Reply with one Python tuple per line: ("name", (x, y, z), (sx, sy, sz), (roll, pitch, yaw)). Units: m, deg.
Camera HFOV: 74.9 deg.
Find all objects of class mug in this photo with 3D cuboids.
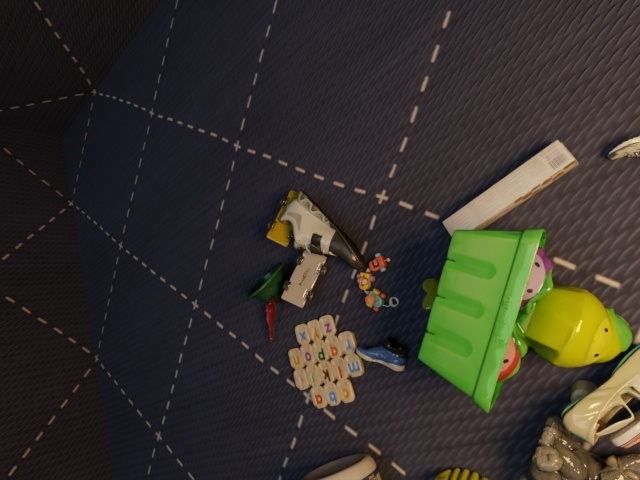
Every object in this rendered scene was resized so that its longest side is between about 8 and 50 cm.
("mug", (0.572, 0.350, 0.907), (0.062, 0.064, 0.078), (17, 98, 36))

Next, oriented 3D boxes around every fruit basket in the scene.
("fruit basket", (0.436, 0.164, 0.865), (0.393, 0.283, 0.391), (-2, 86, 30))

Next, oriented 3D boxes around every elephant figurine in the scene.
("elephant figurine", (0.562, 0.488, 0.850), (0.240, 0.185, 0.169), (23, 61, 31))

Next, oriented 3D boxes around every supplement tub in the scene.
("supplement tub", (0.093, 0.794, 1.151), (0.236, 0.236, 0.324), (-33, 69, 32))

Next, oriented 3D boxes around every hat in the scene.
("hat", (-0.142, 0.205, 1.481), (0.183, 0.173, 0.209), (46, 127, -8))

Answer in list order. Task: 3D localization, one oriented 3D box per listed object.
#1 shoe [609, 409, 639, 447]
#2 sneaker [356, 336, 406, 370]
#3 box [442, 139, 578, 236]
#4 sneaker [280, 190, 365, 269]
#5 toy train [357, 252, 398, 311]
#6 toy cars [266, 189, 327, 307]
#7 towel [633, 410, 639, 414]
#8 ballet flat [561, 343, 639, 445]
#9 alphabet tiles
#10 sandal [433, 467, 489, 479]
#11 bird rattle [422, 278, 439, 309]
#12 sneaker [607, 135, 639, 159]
("shoe", (0.651, 0.358, 0.793), (0.178, 0.063, 0.081), (-38, 68, 2))
("sneaker", (0.178, 0.314, 1.217), (0.152, 0.058, 0.084), (14, 102, 33))
("box", (0.454, -0.111, 1.021), (0.324, 0.063, 0.067), (-41, 63, 29))
("sneaker", (0.000, 0.000, 1.306), (0.146, 0.122, 0.330), (-46, 62, 5))
("toy train", (0.164, 0.127, 1.246), (0.125, 0.046, 0.166), (-26, 72, 35))
("toy cars", (-0.078, 0.030, 1.411), (0.177, 0.087, 0.393), (-15, 78, 0))
("towel", (0.748, 0.333, 0.800), (0.237, 0.021, 0.102), (-43, 67, 28))
("ballet flat", (0.598, 0.309, 0.828), (0.248, 0.086, 0.086), (-42, 61, 0))
("alphabet tiles", (0.012, 0.396, 1.368), (0.284, 0.021, 0.277), (-27, 71, 34))
("sandal", (0.413, 0.660, 0.984), (0.318, 0.126, 0.138), (11, 99, 39))
("bird rattle", (0.388, 0.116, 1.056), (0.253, 0.143, 0.207), (-47, 73, 12))
("sneaker", (0.674, -0.190, 0.862), (0.135, 0.052, 0.057), (-19, 80, 36))
